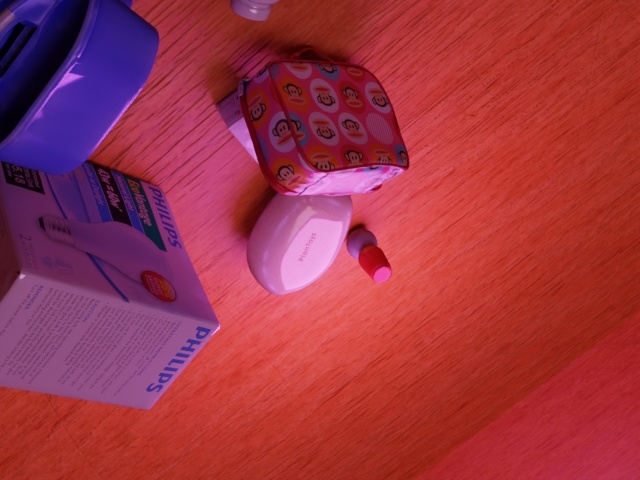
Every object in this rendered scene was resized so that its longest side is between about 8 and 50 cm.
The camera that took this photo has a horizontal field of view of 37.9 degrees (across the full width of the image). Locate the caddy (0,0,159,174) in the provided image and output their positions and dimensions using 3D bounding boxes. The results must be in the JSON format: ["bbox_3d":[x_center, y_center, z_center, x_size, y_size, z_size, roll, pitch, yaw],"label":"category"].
[{"bbox_3d":[-0.391,-0.255,1.306,0.341,0.241,0.179,-48,141,18],"label":"caddy"}]

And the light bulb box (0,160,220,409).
[{"bbox_3d":[-0.407,0.050,1.506,0.361,0.358,0.225,20,120,-43],"label":"light bulb box"}]

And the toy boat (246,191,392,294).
[{"bbox_3d":[0.000,0.000,1.886,0.318,0.148,0.268,18,115,-33],"label":"toy boat"}]

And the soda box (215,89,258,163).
[{"bbox_3d":[-0.099,-0.178,1.681,0.069,0.074,0.216,-36,139,5],"label":"soda box"}]

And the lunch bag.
[{"bbox_3d":[0.005,-0.209,1.586,0.293,0.258,0.120,-5,160,-46],"label":"lunch bag"}]

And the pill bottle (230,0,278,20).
[{"bbox_3d":[-0.088,-0.422,1.438,0.086,0.086,0.152,0,130,-31],"label":"pill bottle"}]
